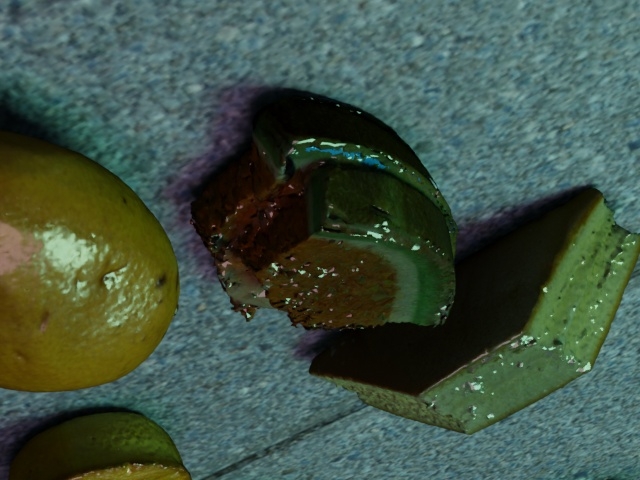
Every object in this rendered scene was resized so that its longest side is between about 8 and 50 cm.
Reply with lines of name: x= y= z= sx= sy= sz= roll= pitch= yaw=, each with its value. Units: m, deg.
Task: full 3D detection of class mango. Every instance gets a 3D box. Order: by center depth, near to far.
mango: x=-0.166 y=0.013 z=0.881 sx=0.147 sy=0.109 sz=0.227 roll=-24 pitch=148 yaw=12

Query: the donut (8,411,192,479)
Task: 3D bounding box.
donut: x=-0.169 y=0.180 z=1.193 sx=0.152 sy=0.058 sz=0.152 roll=-15 pitch=150 yaw=-9

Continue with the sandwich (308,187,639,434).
sandwich: x=0.120 y=0.070 z=1.152 sx=0.258 sy=0.096 sz=0.094 roll=-34 pitch=136 yaw=20

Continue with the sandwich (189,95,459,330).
sandwich: x=0.008 y=-0.002 z=0.992 sx=0.159 sy=0.079 sz=0.235 roll=-21 pitch=150 yaw=-1
